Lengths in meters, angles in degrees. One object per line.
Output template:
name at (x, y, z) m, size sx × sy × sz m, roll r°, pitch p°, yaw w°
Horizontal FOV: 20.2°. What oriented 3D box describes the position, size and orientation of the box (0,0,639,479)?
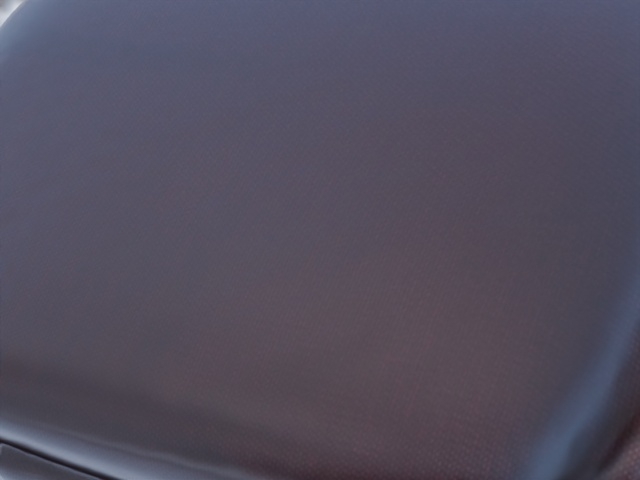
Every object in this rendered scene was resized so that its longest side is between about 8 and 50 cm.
box at (0.000, 0.000, 0.689) m, size 0.404 × 0.263 × 0.108 m, roll 12°, pitch -22°, yaw 38°
